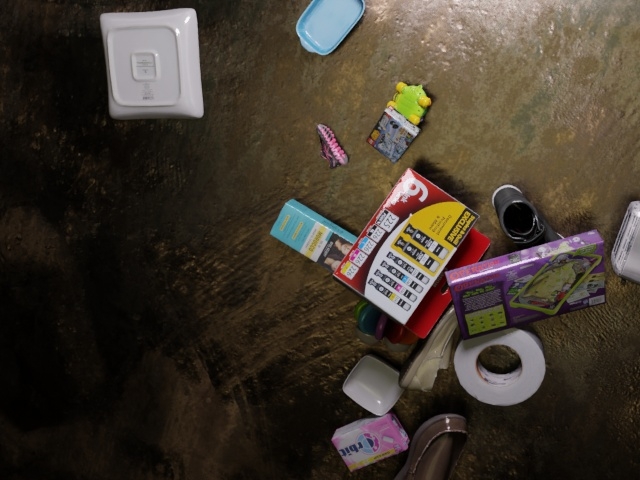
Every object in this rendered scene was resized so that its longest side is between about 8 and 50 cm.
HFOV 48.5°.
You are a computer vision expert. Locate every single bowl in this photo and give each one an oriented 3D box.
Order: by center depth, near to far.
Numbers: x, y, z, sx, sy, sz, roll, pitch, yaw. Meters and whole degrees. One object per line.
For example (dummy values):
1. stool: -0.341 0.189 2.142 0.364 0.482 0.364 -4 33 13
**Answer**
1. bowl: 0.148 0.377 1.888 0.142 0.053 0.142 35 111 6

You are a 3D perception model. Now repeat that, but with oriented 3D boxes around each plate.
1. plate: -0.446 -0.452 1.841 0.277 0.045 0.277 2 105 15

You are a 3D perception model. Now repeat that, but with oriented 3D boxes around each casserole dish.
1. casserole dish: 0.026 -0.531 1.690 0.114 0.037 0.188 43 112 1

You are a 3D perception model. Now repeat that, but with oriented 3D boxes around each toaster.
1. toaster: 0.745 0.005 1.581 0.147 0.129 0.226 17 110 13

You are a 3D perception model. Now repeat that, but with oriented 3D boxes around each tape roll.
1. tape roll: 0.447 0.299 1.773 0.219 0.072 0.219 4 105 14

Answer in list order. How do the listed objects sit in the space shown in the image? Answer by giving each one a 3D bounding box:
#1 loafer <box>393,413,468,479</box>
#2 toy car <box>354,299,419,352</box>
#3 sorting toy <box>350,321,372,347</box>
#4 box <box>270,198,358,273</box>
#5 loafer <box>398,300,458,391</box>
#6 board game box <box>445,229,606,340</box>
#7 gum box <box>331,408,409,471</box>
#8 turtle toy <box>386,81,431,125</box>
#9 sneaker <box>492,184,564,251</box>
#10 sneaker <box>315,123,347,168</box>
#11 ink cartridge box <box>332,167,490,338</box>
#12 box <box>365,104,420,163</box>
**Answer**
1. loafer: 0.294 0.608 1.849 0.134 0.130 0.365 10 117 -20
2. toy car: 0.171 0.204 1.784 0.182 0.136 0.159 16 106 5
3. sorting toy: 0.120 0.238 1.881 0.062 0.012 0.083 20 109 7
4. box: 0.000 0.000 1.825 0.244 0.060 0.100 31 111 6
5. loafer: 0.294 0.270 1.793 0.092 0.102 0.268 29 103 -5
6. board game box: 0.476 0.108 1.636 0.347 0.056 0.208 -16 134 7
7. gum box: 0.140 0.538 1.927 0.188 0.062 0.107 -29 96 20
8. turtle toy: 0.211 -0.308 1.680 0.095 0.066 0.130 39 116 28
9. sneaker: 0.501 0.007 1.640 0.105 0.147 0.295 -39 93 19
10. sneaker: 0.016 -0.231 1.772 0.057 0.047 0.119 -29 94 32
11. ink cartridge box: 0.225 0.036 1.675 0.272 0.130 0.309 35 85 4
12. box: 0.171 -0.250 1.686 0.094 0.027 0.137 39 152 2
